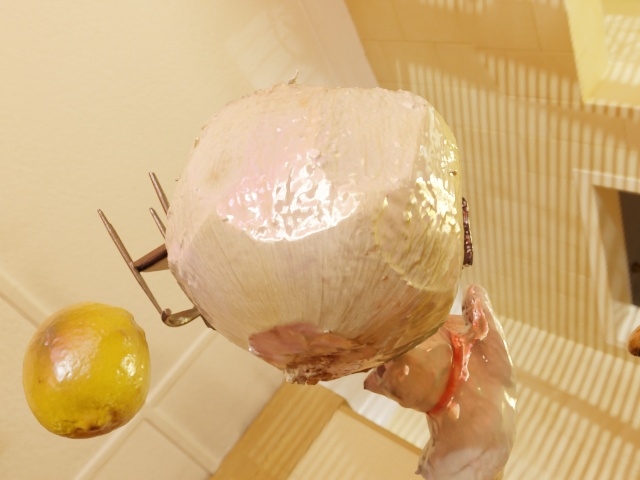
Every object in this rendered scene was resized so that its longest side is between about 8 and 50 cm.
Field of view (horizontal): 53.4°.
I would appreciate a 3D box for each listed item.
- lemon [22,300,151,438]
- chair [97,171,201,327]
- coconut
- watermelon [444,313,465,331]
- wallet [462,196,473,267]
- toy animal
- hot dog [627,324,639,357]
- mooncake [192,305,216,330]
[{"bbox_3d":[-0.470,0.263,1.291,0.261,0.284,0.260,-33,-33,-24],"label":"lemon"},{"bbox_3d":[-0.280,0.018,1.265,0.272,0.166,0.188,64,-156,7],"label":"chair"},{"bbox_3d":[0.000,0.000,0.633,0.297,0.297,0.254,59,-145,-40],"label":"coconut"},{"bbox_3d":[0.287,0.240,1.474,0.310,0.232,0.193,-48,-57,-59],"label":"watermelon"},{"bbox_3d":[0.324,-0.007,1.541,0.309,0.042,0.165,70,-166,-83],"label":"wallet"},{"bbox_3d":[0.159,0.259,0.930,0.188,0.266,0.307,-4,-40,-32],"label":"toy animal"},{"bbox_3d":[0.652,0.186,1.210,0.090,0.140,0.060,30,-140,-20],"label":"hot dog"},{"bbox_3d":[-0.246,0.174,1.832,0.228,0.228,0.124,-34,-84,-33],"label":"mooncake"}]
